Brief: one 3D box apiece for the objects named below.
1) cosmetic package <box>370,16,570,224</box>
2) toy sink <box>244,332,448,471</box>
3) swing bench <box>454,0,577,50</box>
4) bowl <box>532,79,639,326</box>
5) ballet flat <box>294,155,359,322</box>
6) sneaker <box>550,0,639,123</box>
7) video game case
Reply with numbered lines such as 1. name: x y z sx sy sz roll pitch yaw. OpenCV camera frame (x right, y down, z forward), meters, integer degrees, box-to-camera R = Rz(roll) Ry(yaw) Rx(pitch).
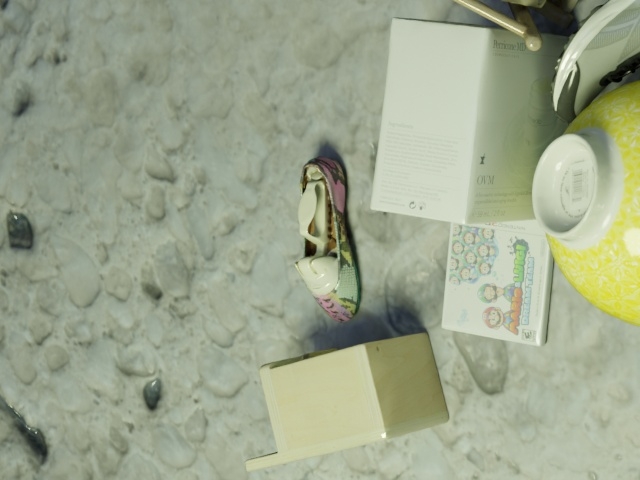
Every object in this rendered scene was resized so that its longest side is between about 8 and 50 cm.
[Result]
1. cosmetic package: 0.184 -0.140 1.917 0.138 0.224 0.224 10 99 35
2. toy sink: 0.018 0.203 2.099 0.234 0.153 0.131 -19 82 35
3. swing bench: 0.253 -0.370 1.826 0.165 0.255 0.253 30 110 7
4. bowl: 0.329 -0.051 1.795 0.289 0.156 0.289 -24 62 57
5. ballet flat: 0.000 0.000 2.143 0.077 0.079 0.221 -5 90 34
6. sneaker: 0.364 -0.235 1.857 0.108 0.100 0.271 45 111 16
7. video game case: 0.220 0.043 2.028 0.143 0.019 0.157 9 98 35
